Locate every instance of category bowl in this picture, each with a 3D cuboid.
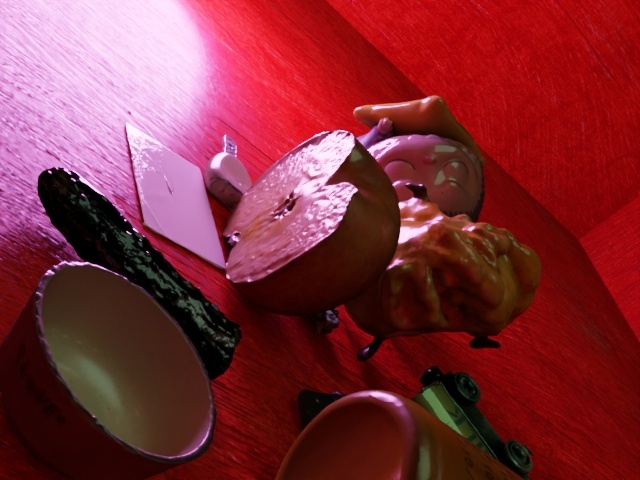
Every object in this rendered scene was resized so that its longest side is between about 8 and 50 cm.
[{"bbox_3d":[-0.203,0.134,0.864,0.211,0.112,0.211,42,22,-21],"label":"bowl"}]

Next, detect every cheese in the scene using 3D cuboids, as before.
[{"bbox_3d":[-0.145,-0.116,1.543,0.097,0.037,0.192,43,21,-27],"label":"cheese"}]

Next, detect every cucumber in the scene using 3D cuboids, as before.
[{"bbox_3d":[-0.208,0.036,1.087,0.303,0.072,0.081,45,23,-13],"label":"cucumber"}]

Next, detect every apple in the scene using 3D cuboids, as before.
[{"bbox_3d":[0.000,0.000,1.367,0.163,0.251,0.293,46,26,-26],"label":"apple"}]

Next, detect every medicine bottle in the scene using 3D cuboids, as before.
[{"bbox_3d":[0.144,0.343,1.073,0.384,0.224,0.224,37,23,-30],"label":"medicine bottle"}]

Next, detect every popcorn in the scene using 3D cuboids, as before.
[{"bbox_3d":[0.167,0.049,1.505,0.316,0.297,0.281,-8,93,-53],"label":"popcorn"}]

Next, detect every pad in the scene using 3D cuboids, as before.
[{"bbox_3d":[-0.207,-0.066,1.371,0.156,0.004,0.232,32,26,-40],"label":"pad"}]

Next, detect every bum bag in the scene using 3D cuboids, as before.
[{"bbox_3d":[0.066,0.261,1.296,0.248,0.060,0.123,24,32,-48],"label":"bum bag"}]

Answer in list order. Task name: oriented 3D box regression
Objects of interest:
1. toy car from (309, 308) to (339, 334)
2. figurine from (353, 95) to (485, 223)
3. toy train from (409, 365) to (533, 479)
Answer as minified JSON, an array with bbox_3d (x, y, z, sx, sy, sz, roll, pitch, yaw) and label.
[{"bbox_3d":[-0.016,0.087,1.464,0.122,0.035,0.059,50,16,18],"label":"toy car"},{"bbox_3d":[0.108,-0.031,1.738,0.266,0.361,0.378,32,60,-35],"label":"figurine"},{"bbox_3d":[0.222,0.316,1.499,0.157,0.105,0.253,-17,69,-54],"label":"toy train"}]
